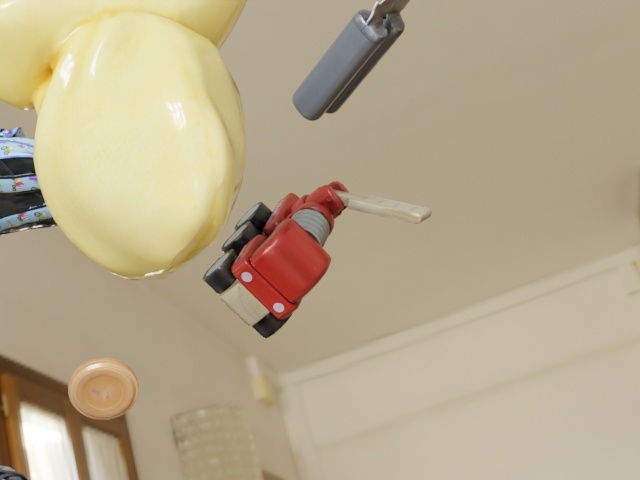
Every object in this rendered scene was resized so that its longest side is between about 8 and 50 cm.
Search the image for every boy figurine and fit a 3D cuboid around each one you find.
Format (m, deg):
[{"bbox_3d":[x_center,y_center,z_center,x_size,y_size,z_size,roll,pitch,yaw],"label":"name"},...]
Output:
[{"bbox_3d":[-0.101,-0.113,0.430,0.177,0.285,0.092,-18,-23,-36],"label":"boy figurine"}]

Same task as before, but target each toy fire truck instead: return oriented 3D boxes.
[{"bbox_3d":[0.000,0.000,1.397,0.246,0.158,0.217,-38,13,29],"label":"toy fire truck"}]

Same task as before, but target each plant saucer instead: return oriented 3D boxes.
[{"bbox_3d":[-0.261,0.181,1.267,0.084,0.013,0.083,-3,-67,-8],"label":"plant saucer"}]

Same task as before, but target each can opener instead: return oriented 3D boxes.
[{"bbox_3d":[0.046,-0.262,1.228,0.076,0.095,0.283,-30,-13,-47],"label":"can opener"}]

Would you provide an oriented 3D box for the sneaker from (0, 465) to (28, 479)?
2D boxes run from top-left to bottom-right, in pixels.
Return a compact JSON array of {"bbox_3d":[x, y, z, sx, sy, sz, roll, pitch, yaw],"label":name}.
[{"bbox_3d":[-0.409,0.355,1.395,0.300,0.121,0.111,-16,-23,23],"label":"sneaker"}]

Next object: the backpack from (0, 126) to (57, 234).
[{"bbox_3d":[-0.450,-0.090,1.562,0.173,0.116,0.158,-7,-48,6],"label":"backpack"}]
